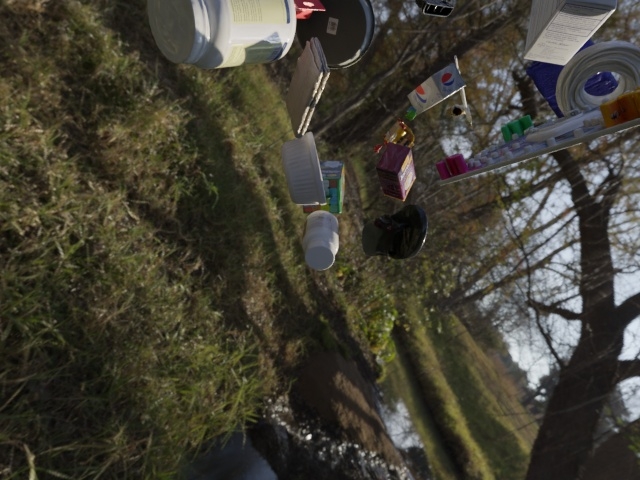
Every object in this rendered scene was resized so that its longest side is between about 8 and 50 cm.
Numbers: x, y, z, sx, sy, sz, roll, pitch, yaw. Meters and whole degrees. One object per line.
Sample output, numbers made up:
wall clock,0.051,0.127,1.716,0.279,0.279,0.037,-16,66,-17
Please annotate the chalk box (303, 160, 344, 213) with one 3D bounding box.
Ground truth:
chalk box,0.012,-0.231,1.951,0.289,0.180,0.179,-76,166,-59

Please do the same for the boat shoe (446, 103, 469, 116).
boat shoe,0.589,-0.566,1.867,0.135,0.045,0.050,19,-52,68

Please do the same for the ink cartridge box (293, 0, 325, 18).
ink cartridge box,-0.104,-0.799,1.385,0.134,0.078,0.231,-24,75,-41

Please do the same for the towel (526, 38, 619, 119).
towel,0.954,-0.610,1.619,0.308,0.227,0.076,32,54,-30

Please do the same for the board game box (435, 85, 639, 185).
board game box,0.481,-0.239,0.861,0.389,0.389,0.050,-14,-77,51

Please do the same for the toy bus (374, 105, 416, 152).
toy bus,0.315,-0.399,1.672,0.104,0.202,0.191,38,-21,-12

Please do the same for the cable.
cable,0.874,-0.478,1.324,0.257,0.257,0.089,50,43,-19

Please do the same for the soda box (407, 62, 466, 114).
soda box,0.420,-0.553,1.584,0.091,0.098,0.286,59,-1,-8

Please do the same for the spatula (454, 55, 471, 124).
spatula,0.549,-0.573,1.644,0.242,0.019,0.168,49,35,-55

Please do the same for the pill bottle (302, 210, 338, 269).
pill bottle,0.000,0.000,1.543,0.131,0.131,0.229,55,19,-27

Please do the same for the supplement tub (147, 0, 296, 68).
supplement tub,-0.249,-0.578,1.114,0.324,0.235,0.236,-28,86,-42

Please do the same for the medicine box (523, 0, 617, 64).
medicine box,0.789,-0.760,1.353,0.289,0.149,0.264,79,23,-81

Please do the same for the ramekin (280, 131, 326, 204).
ramekin,-0.064,-0.257,1.592,0.273,0.127,0.273,-11,90,-89

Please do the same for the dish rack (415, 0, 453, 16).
dish rack,0.480,-0.993,1.602,0.208,0.272,0.074,-23,63,-42

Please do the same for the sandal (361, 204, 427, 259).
sandal,0.217,-0.012,1.448,0.445,0.106,0.168,155,-66,-71

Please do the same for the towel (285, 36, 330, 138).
towel,-0.052,-0.496,1.405,0.282,0.049,0.187,120,-36,-48

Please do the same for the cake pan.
cake pan,0.043,-0.754,1.503,0.293,0.293,0.054,56,30,-18

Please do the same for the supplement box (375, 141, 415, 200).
supplement box,0.254,-0.226,1.425,0.080,0.104,0.188,22,-14,24
